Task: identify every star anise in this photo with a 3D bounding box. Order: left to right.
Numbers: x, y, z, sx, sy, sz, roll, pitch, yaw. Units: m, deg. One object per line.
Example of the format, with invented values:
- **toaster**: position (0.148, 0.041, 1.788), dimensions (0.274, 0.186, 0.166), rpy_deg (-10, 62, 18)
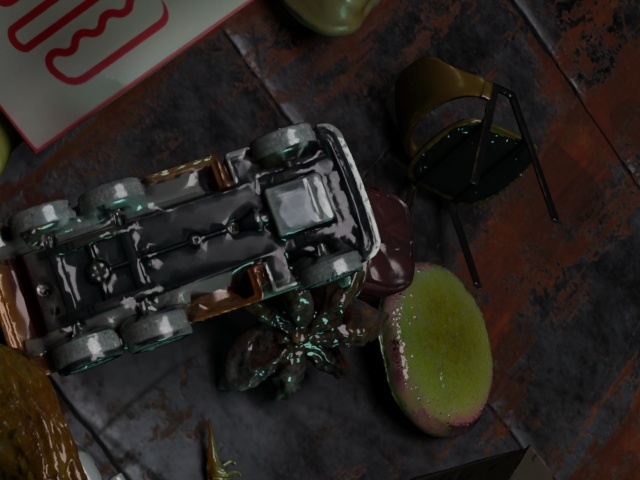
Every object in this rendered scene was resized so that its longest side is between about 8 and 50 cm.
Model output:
- **star anise**: position (-0.012, 0.099, 1.952), dimensions (0.197, 0.212, 0.073), rpy_deg (-4, 35, -23)

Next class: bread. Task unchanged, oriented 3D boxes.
- **bread**: position (0.150, 0.135, 2.147), dimensions (0.228, 0.033, 0.228), rpy_deg (19, 65, -48)

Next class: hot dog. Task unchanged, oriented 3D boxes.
- **hot dog**: position (-0.309, 0.225, 1.612), dimensions (0.122, 0.196, 0.272), rpy_deg (-18, 91, -82)

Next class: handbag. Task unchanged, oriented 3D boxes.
- **handbag**: position (0.000, 0.000, 2.038), dimensions (0.225, 0.135, 0.146), rpy_deg (22, 56, -31)

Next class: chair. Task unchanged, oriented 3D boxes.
- **chair**: position (0.181, -0.101, 2.187), dimensions (0.172, 0.159, 0.247), rpy_deg (26, 43, -26)

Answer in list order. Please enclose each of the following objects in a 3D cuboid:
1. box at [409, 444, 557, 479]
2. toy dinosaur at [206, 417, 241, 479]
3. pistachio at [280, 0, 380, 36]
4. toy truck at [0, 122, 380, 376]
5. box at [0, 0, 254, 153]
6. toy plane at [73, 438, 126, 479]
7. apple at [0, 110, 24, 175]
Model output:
- **box**: position (0.209, 0.419, 1.986), dimensions (0.297, 0.225, 0.190), rpy_deg (52, 47, -13)
- **toy dinosaur**: position (-0.108, 0.254, 1.918), dimensions (0.041, 0.026, 0.113), rpy_deg (4, 79, -21)
- **pistachio**: position (0.010, -0.398, 2.186), dimensions (0.181, 0.162, 0.293), rpy_deg (-9, 80, -5)
- **toy truck**: position (-0.147, 0.017, 1.778), dimensions (0.387, 0.207, 0.173), rpy_deg (-18, 84, -11)
- **box**: position (-0.237, -0.323, 1.784), dimensions (0.300, 0.312, 0.314), rpy_deg (53, 19, -13)
- **toy plane**: position (-0.228, 0.304, 1.754), dimensions (0.251, 0.101, 0.255), rpy_deg (-30, 89, -42)
- **apple**: position (-0.406, -0.179, 1.786), dimensions (0.265, 0.120, 0.193), rpy_deg (55, 30, -9)
